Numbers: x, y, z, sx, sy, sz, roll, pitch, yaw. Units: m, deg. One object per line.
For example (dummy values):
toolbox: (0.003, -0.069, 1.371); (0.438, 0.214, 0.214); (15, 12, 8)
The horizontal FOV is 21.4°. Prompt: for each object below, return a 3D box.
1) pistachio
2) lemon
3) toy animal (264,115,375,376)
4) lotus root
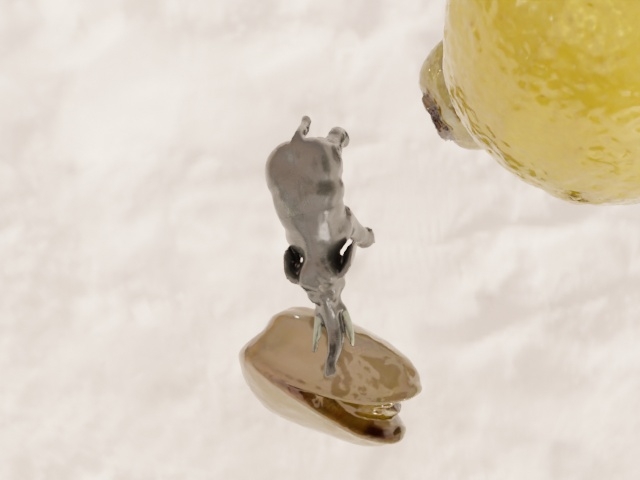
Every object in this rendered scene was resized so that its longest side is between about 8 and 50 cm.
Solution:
pistachio: (0.009, 0.150, 1.839); (0.206, 0.131, 0.130); (23, 116, 26)
lemon: (0.256, -0.195, 1.492); (0.336, 0.336, 0.336); (-2, 69, 5)
toy animal: (0.003, 0.002, 1.781); (0.082, 0.137, 0.270); (-9, 91, 17)
lotus root: (0.241, -0.216, 1.992); (0.278, 0.154, 0.154); (-33, 69, -6)
